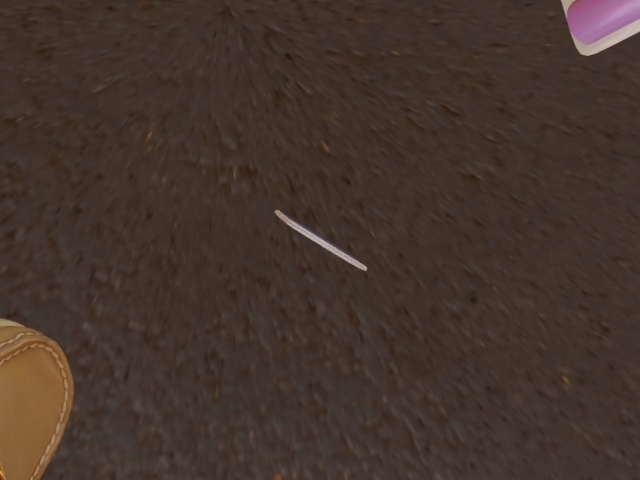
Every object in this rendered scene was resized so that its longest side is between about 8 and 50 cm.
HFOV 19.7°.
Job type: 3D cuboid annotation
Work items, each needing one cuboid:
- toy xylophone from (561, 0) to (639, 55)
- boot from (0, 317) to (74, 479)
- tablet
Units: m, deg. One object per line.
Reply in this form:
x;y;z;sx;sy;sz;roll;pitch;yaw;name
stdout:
0.240;-0.194;1.031;0.322;0.236;0.081;-28;92;-29;toy xylophone
-0.120;0.121;0.731;0.203;0.262;0.095;-4;118;30;boot
0.000;0.000;1.584;0.083;0.054;0.006;32;92;-18;tablet
